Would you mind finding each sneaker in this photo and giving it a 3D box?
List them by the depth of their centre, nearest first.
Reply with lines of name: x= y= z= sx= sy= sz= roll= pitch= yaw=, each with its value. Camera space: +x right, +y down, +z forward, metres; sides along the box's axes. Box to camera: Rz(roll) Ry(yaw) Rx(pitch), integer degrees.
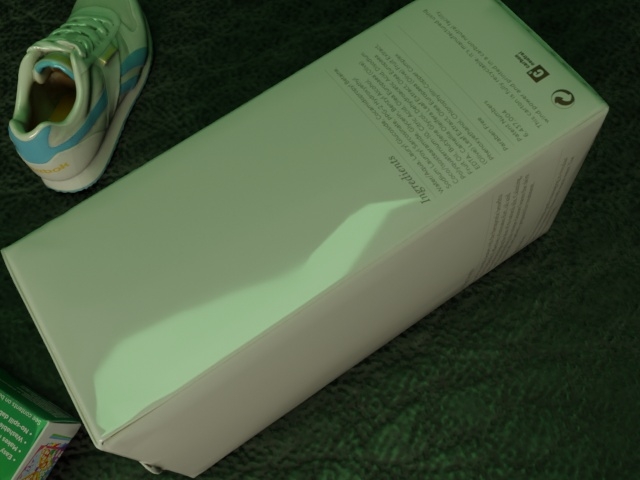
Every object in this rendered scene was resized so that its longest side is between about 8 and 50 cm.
sneaker: x=-0.222 y=-0.164 z=0.654 sx=0.087 sy=0.092 sz=0.228 roll=3 pitch=66 yaw=8

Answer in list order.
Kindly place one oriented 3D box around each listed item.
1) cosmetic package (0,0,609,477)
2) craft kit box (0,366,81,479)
cosmetic package: x=0.000 y=0.000 z=0.507 sx=0.366 sy=0.197 sz=0.155 roll=-32 pitch=67 yaw=-10
craft kit box: x=-0.351 y=0.180 z=0.520 sx=0.250 sy=0.061 sz=0.246 roll=28 pitch=82 yaw=15
